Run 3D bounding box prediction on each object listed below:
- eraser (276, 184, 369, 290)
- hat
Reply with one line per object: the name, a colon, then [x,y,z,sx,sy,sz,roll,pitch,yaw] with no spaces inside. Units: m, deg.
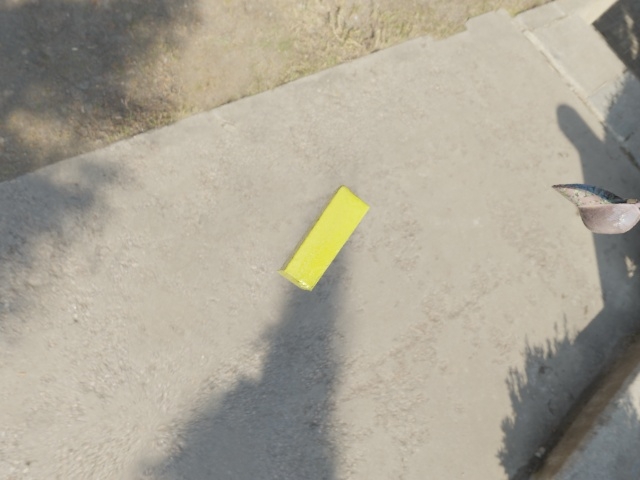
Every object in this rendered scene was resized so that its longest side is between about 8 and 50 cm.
eraser: [0.000,0.000,0.551,0.045,0.097,0.122,36,82,-6]
hat: [0.281,-0.032,0.469,0.087,0.042,0.058,25,24,35]
